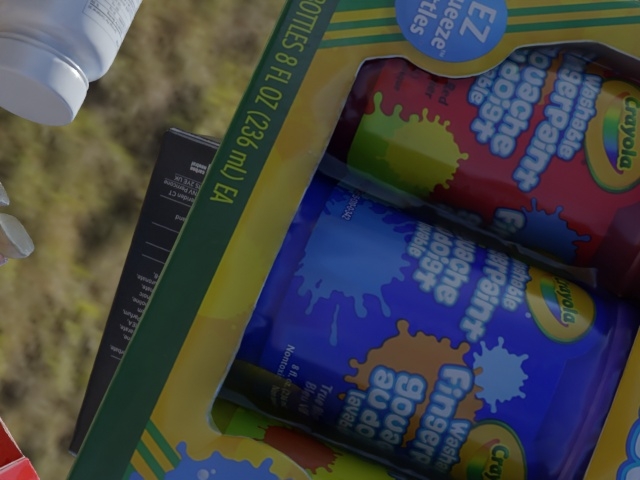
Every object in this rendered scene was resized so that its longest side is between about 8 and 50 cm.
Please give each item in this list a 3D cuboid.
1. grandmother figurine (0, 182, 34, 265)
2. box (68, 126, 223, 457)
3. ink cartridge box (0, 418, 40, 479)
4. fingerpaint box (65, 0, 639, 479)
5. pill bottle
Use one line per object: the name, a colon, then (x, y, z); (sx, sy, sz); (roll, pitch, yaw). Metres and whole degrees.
grandmother figurine: (-0.474, 0.047, 1.678); (0.342, 0.208, 0.104); (-33, 154, 6)
box: (-0.083, 0.093, 1.896); (0.293, 0.212, 0.395); (4, 104, -66)
ink cartridge box: (-0.272, 0.274, 1.349); (0.134, 0.231, 0.078); (-34, 175, 38)
fingerpaint box: (0.091, 0.073, 0.932); (0.163, 0.371, 0.445); (108, 6, -74)
pill bottle: (-0.306, -0.293, 1.969); (0.160, 0.160, 0.283); (82, 28, -66)
